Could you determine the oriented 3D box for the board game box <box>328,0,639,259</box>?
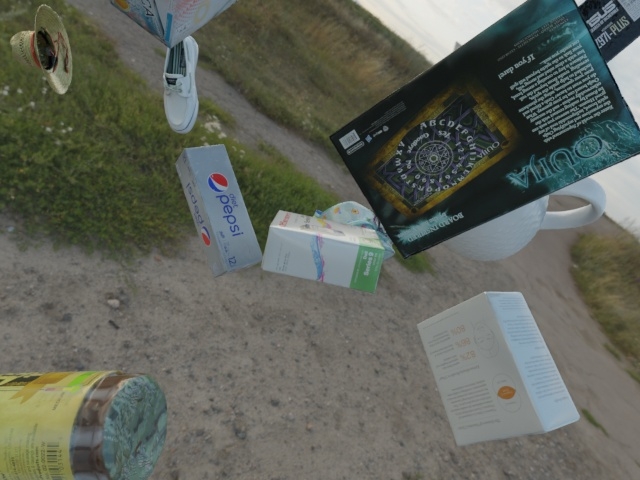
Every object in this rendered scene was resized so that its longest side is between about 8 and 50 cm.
[{"bbox_3d":[0.114,-0.076,0.311,0.126,0.186,0.026,59,30,-6],"label":"board game box"}]

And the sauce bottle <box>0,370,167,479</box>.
[{"bbox_3d":[-0.339,0.192,0.417,0.345,0.111,0.111,-3,28,7],"label":"sauce bottle"}]

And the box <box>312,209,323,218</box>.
[{"bbox_3d":[0.000,0.000,1.336,0.109,0.178,0.042,17,15,-28],"label":"box"}]

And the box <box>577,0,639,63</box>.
[{"bbox_3d":[0.342,-0.265,0.557,0.077,0.180,0.147,49,5,-3],"label":"box"}]

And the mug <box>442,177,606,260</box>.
[{"bbox_3d":[0.407,-0.089,0.905,0.375,0.276,0.328,6,-19,33],"label":"mug"}]

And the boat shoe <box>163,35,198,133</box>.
[{"bbox_3d":[-0.334,-0.368,0.945,0.083,0.226,0.076,2,5,7],"label":"boat shoe"}]

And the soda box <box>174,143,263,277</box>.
[{"bbox_3d":[-0.231,-0.067,0.925,0.098,0.091,0.286,-17,85,-36],"label":"soda box"}]

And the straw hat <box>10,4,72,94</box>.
[{"bbox_3d":[-0.467,-0.312,0.669,0.061,0.144,0.144,-1,38,-12],"label":"straw hat"}]

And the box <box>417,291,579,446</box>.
[{"bbox_3d":[0.230,0.171,0.551,0.091,0.130,0.170,6,58,-36],"label":"box"}]

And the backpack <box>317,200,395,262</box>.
[{"bbox_3d":[0.073,-0.001,0.968,0.188,0.166,0.144,30,34,-41],"label":"backpack"}]

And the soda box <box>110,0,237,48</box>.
[{"bbox_3d":[-0.093,-0.243,0.349,0.058,0.063,0.183,37,56,-7],"label":"soda box"}]

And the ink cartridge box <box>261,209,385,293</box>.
[{"bbox_3d":[0.005,0.017,0.791,0.213,0.093,0.154,10,14,-1],"label":"ink cartridge box"}]
